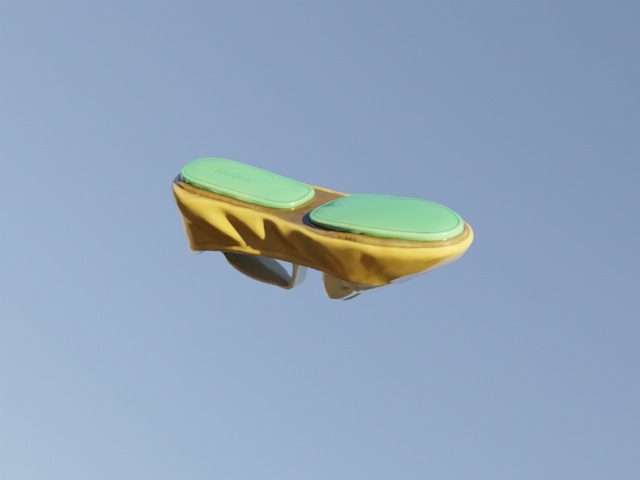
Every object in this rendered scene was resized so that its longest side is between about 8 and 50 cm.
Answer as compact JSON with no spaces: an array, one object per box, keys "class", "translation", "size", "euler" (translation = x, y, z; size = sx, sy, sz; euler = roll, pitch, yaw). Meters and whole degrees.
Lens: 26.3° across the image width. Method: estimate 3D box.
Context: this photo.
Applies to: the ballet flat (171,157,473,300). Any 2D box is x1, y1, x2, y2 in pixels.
[{"class":"ballet flat","translation":[0.000,0.000,0.885],"size":[0.232,0.080,0.073],"euler":[16,-62,38]}]
